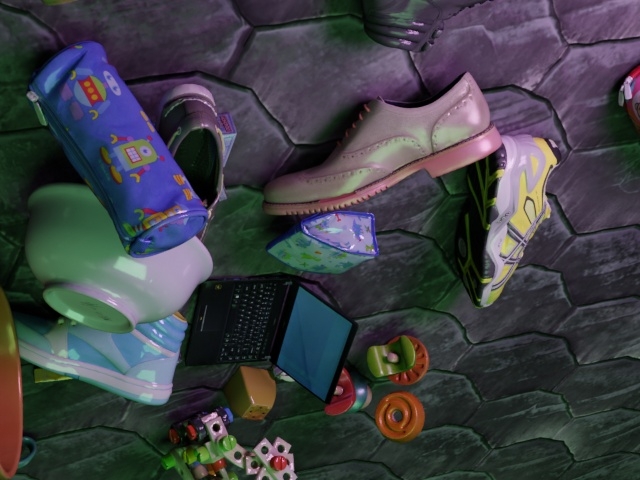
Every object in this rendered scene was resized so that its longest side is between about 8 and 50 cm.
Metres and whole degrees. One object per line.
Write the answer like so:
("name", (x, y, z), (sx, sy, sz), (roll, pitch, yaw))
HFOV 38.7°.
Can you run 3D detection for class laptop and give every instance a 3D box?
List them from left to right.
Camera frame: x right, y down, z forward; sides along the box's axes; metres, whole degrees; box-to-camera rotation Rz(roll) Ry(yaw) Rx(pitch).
("laptop", (-0.098, 0.193, 1.691), (0.264, 0.136, 0.234), (-1, 132, -21))

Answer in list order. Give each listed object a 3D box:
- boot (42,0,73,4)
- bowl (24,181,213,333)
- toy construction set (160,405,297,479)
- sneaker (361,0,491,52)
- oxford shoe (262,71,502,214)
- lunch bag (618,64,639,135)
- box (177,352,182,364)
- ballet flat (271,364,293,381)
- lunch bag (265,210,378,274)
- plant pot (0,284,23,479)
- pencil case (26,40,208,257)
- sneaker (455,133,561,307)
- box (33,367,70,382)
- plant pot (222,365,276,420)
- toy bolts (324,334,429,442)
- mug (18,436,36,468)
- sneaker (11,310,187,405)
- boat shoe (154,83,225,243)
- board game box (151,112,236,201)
("boot", (-0.255, -0.429, 1.063), (0.295, 0.104, 0.211), (-32, 130, 3))
("bowl", (-0.321, 0.049, 1.360), (0.298, 0.134, 0.298), (15, 153, 8))
("toy construction set", (-0.202, 0.443, 1.820), (0.328, 0.215, 0.151), (-26, 176, 43))
("sneaker", (0.190, -0.349, 1.308), (0.296, 0.104, 0.147), (-4, 135, -10))
("oxford shoe", (0.079, -0.151, 1.462), (0.397, 0.140, 0.146), (-20, 106, 5))
("lunch bag", (0.668, -0.272, 1.552), (0.293, 0.120, 0.258), (-36, 134, 15))
("box", (-0.288, 0.203, 1.663), (0.067, 0.083, 0.018), (-37, 134, 14))
("ballet flat", (-0.043, 0.270, 1.856), (0.114, 0.041, 0.041), (0, 132, -22))
("lunch bag", (0.000, 0.000, 1.546), (0.151, 0.096, 0.129), (3, 159, -32))
("plant pot", (-0.562, 0.214, 1.328), (0.204, 0.291, 0.291), (-7, 134, -10))
("pencil case", (-0.275, -0.119, 1.207), (0.133, 0.306, 0.119), (-27, 168, -38))
("sneaker", (0.341, -0.021, 1.652), (0.147, 0.145, 0.384), (-9, 136, -13))
("box", (-0.446, 0.236, 1.643), (0.136, 0.028, 0.081), (-5, 175, -20))
("plant pot", (-0.137, 0.313, 1.830), (0.081, 0.083, 0.081), (16, 125, -32))
("toy bolts", (0.126, 0.319, 1.875), (0.229, 0.218, 0.158), (-19, 159, 21))
("mug", (-0.622, 0.394, 1.707), (0.158, 0.097, 0.129), (-12, 135, -10))
("sneaker", (-0.376, 0.133, 1.553), (0.319, 0.127, 0.208), (22, 92, -10))
("boat shoe", (-0.199, -0.077, 1.333), (0.109, 0.091, 0.305), (-4, 133, -18))
("board game box", (-0.212, -0.113, 1.404), (0.194, 0.060, 0.194), (-19, 136, -2))
